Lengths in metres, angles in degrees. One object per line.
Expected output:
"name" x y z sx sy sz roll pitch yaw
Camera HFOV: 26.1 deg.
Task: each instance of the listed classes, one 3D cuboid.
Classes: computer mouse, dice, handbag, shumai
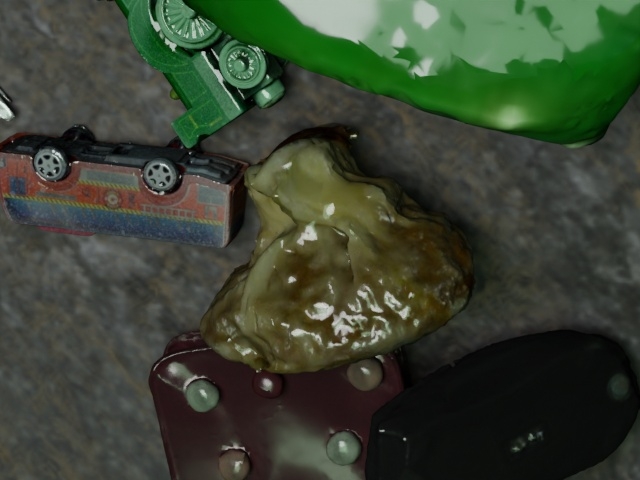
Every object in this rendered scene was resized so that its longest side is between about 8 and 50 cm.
"computer mouse" 0.131 0.138 1.017 0.217 0.073 0.122 -26 110 -16
"dice" 0.094 -0.238 0.846 0.287 0.300 0.297 22 104 2
"handbag" -0.021 0.168 1.073 0.203 0.074 0.216 -7 101 13
"shumai" 0.000 0.000 0.989 0.209 0.161 0.153 -7 105 30

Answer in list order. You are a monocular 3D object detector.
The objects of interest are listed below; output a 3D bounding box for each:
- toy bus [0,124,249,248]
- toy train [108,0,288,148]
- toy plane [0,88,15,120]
"toy bus" -0.153 -0.041 1.058 0.192 0.065 0.077 6 111 10
"toy train" -0.099 -0.164 1.019 0.104 0.071 0.178 -32 96 27
"toy plane" -0.354 -0.015 1.083 0.273 0.107 0.182 -24 102 11
